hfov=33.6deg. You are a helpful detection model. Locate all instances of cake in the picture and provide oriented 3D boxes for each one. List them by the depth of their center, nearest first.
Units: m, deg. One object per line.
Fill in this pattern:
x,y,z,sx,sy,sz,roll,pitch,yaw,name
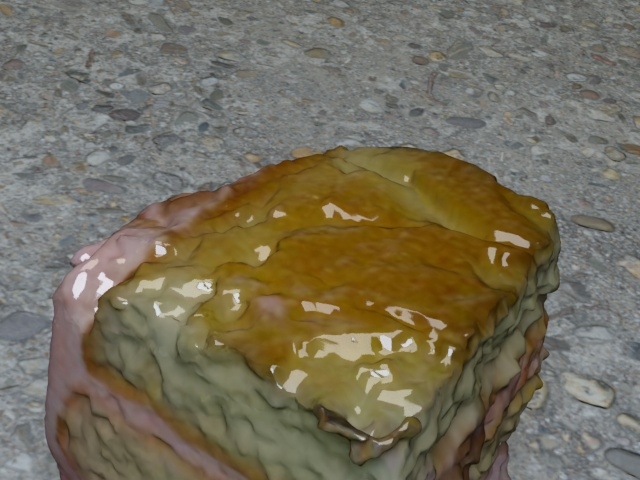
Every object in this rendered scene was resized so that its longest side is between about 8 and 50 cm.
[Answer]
-0.008,0.115,0.772,0.293,0.307,0.314,26,39,26,cake

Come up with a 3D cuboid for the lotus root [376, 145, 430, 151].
0.000,0.000,1.058,0.322,0.158,0.140,-13,41,-19,lotus root
